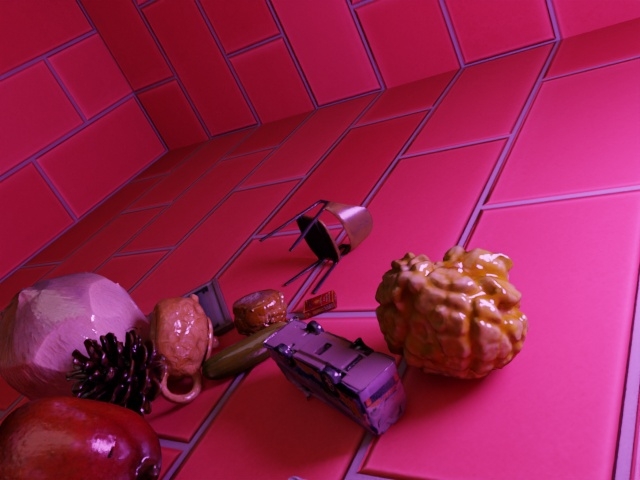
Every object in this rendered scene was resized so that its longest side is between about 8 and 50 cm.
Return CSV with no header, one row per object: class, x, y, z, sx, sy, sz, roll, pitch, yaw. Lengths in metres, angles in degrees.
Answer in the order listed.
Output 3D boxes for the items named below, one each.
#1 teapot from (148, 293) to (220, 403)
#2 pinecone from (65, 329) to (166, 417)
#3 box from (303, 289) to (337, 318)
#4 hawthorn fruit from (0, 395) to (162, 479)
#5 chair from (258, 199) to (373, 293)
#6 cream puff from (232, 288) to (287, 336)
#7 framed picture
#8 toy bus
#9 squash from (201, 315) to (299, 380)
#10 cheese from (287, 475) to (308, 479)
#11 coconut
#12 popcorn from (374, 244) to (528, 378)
teapot,-0.322,0.250,1.423,0.166,0.203,0.311,8,42,-21
pinecone,-0.439,0.288,1.261,0.207,0.208,0.208,-22,26,11
box,-0.001,0.154,1.432,0.082,0.023,0.051,-22,25,11
hawthorn fruit,-0.453,0.420,1.089,0.311,0.295,0.295,-8,19,-19
chair,0.000,0.000,1.566,0.172,0.159,0.247,11,46,48
cream puff,-0.145,0.180,1.431,0.143,0.103,0.126,-11,17,31
framed picture,-0.370,0.223,1.659,0.232,0.024,0.315,-29,26,-7
toy bus,0.021,0.246,1.113,0.112,0.138,0.317,-33,24,-25
squash,-0.155,0.250,1.348,0.252,0.066,0.066,-28,25,-2
cheese,-0.088,0.467,0.871,0.248,0.071,0.163,-36,26,-19
coconut,-0.610,0.241,1.469,0.346,0.360,0.346,-20,28,11
popcorn,0.228,0.124,1.046,0.257,0.224,0.270,-7,19,3
